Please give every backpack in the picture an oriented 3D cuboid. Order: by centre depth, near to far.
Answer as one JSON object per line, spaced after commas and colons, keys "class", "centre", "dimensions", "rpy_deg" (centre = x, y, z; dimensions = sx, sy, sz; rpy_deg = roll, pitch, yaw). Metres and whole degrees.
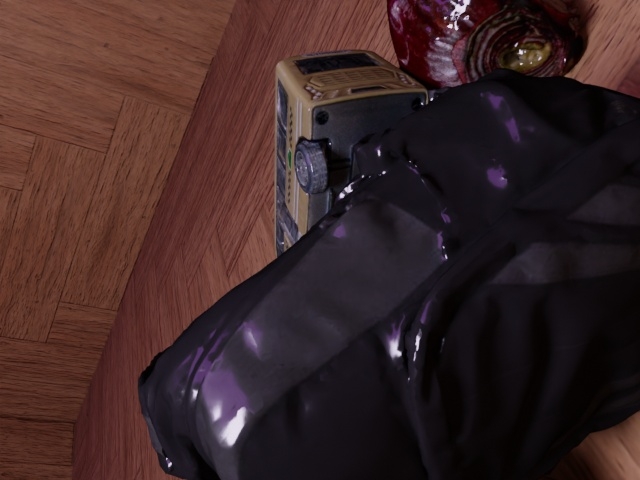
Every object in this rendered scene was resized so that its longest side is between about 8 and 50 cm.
{"class": "backpack", "centre": [0.077, 0.080, 0.528], "dimensions": [0.255, 0.445, 0.363], "rpy_deg": [42, 160, 52]}

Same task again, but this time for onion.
{"class": "onion", "centre": [0.177, -0.277, 0.800], "dimensions": [0.206, 0.206, 0.216], "rpy_deg": [-46, 33, 40]}

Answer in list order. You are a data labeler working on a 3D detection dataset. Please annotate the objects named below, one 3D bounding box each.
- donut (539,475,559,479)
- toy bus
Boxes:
{"class": "donut", "centre": [0.177, 0.319, 0.594], "dimensions": [0.226, 0.113, 0.227], "rpy_deg": [-38, 45, 51]}
{"class": "toy bus", "centre": [0.028, -0.065, 0.892], "dimensions": [0.202, 0.176, 0.366], "rpy_deg": [-122, 28, -46]}
